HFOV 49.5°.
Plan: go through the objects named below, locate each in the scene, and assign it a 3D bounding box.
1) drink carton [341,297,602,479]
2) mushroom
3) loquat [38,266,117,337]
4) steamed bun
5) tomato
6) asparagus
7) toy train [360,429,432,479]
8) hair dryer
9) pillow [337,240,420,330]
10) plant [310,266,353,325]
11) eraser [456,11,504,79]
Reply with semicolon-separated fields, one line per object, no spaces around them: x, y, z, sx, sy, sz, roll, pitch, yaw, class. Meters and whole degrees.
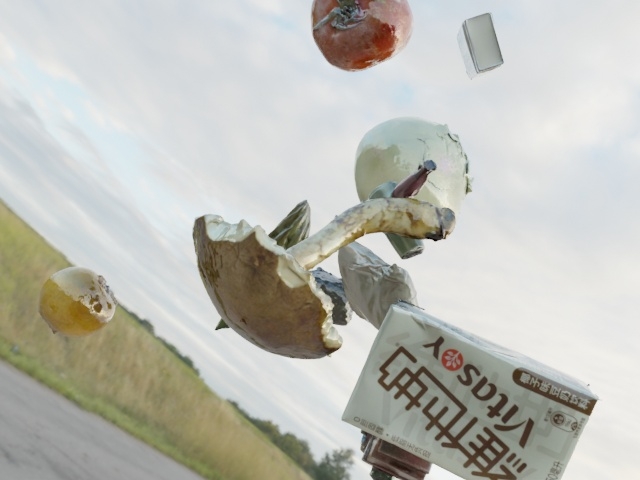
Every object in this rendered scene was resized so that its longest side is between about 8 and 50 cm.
0.221;0.242;1.041;0.324;0.194;0.132;23;3;12;drink carton
-0.014;0.029;0.892;0.233;0.301;0.208;40;-51;29;mushroom
-0.463;0.118;1.321;0.141;0.141;0.141;35;-17;13;loquat
0.253;-0.171;1.841;0.233;0.312;0.334;-25;-102;42;steamed bun
0.092;-0.487;1.538;0.232;0.232;0.188;31;8;26;tomato
-0.087;0.055;1.193;0.080;0.287;0.080;27;14;-7;asparagus
0.180;0.315;1.323;0.150;0.304;0.221;24;-24;3;toy train
0.116;-0.054;0.919;0.154;0.054;0.106;108;-38;-56;hair dryer
0.106;0.092;1.288;0.270;0.067;0.173;-152;-131;-63;pillow
-0.005;0.144;1.803;0.194;0.132;0.129;13;12;6;plant
0.293;-0.355;1.284;0.225;0.052;0.095;-51;124;-77;eraser
